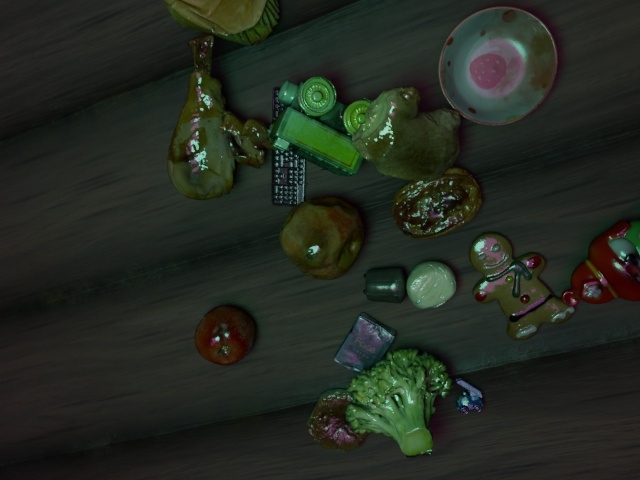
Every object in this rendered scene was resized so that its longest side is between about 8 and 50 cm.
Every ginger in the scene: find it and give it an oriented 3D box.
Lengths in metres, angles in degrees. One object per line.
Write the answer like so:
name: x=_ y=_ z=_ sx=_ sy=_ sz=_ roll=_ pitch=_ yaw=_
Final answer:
ginger: x=0.203 y=-0.244 z=1.147 sx=0.275 sy=0.130 sz=0.222 roll=-16 pitch=125 yaw=-15

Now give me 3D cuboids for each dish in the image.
dish: x=0.408 y=-0.401 z=1.192 sx=0.259 sy=0.085 sz=0.261 roll=2 pitch=100 yaw=9

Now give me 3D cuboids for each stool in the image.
stool: x=0.170 y=0.117 z=1.332 sx=0.110 sy=0.096 sz=0.096 roll=0 pitch=101 yaw=15

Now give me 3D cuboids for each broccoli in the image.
broccoli: x=0.196 y=0.421 z=1.293 sx=0.247 sy=0.246 sz=0.289 roll=7 pitch=117 yaw=-13

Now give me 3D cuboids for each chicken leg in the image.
chicken leg: x=-0.246 y=-0.300 z=1.287 sx=0.294 sy=0.182 sz=0.410 roll=2 pitch=109 yaw=-2

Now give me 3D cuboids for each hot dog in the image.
hot dog: x=0.285 y=-0.093 z=1.269 sx=0.226 sy=0.099 sz=0.161 roll=-32 pitch=93 yaw=18

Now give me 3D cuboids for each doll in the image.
doll: x=0.723 y=0.043 z=1.174 sx=0.363 sy=0.160 sz=0.183 roll=-37 pitch=91 yaw=18

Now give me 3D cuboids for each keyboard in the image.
keyboard: x=-0.081 y=-0.245 z=1.351 sx=0.100 sy=0.018 sz=0.310 roll=4 pitch=101 yaw=11

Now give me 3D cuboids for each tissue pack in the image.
tissue pack: x=0.121 y=0.289 z=1.395 sx=0.112 sy=0.051 sz=0.156 roll=30 pitch=105 yaw=5

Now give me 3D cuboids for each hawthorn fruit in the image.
hawthorn fruit: x=-0.264 y=0.262 z=1.403 sx=0.172 sy=0.173 sz=0.173 roll=2 pitch=101 yaw=11

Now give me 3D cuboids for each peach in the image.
peach: x=0.000 y=0.000 z=1.273 sx=0.214 sy=0.235 sz=0.215 roll=6 pitch=107 yaw=19

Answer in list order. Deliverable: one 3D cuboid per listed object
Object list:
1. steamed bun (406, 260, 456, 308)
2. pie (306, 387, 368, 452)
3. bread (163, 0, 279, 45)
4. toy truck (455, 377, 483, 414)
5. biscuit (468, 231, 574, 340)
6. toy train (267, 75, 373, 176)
steamed bun: x=0.279 y=0.109 z=1.307 sx=0.129 sy=0.091 sz=0.113 roll=-31 pitch=103 yaw=2
pie: x=0.059 y=0.519 z=1.454 sx=0.194 sy=0.046 sz=0.195 roll=2 pitch=102 yaw=9
bread: x=-0.244 y=-0.589 z=1.250 sx=0.287 sy=0.156 sz=0.204 roll=21 pitch=90 yaw=6
toy truck: x=0.395 y=0.416 z=1.367 sx=0.073 sy=0.056 sz=0.090 roll=-13 pitch=85 yaw=9
biscuit: x=0.489 y=0.112 z=1.293 sx=0.196 sy=0.049 sz=0.302 roll=-34 pitch=92 yaw=13
toy train: x=0.010 y=-0.274 z=1.231 sx=0.271 sy=0.159 sz=0.189 roll=25 pitch=92 yaw=-16
